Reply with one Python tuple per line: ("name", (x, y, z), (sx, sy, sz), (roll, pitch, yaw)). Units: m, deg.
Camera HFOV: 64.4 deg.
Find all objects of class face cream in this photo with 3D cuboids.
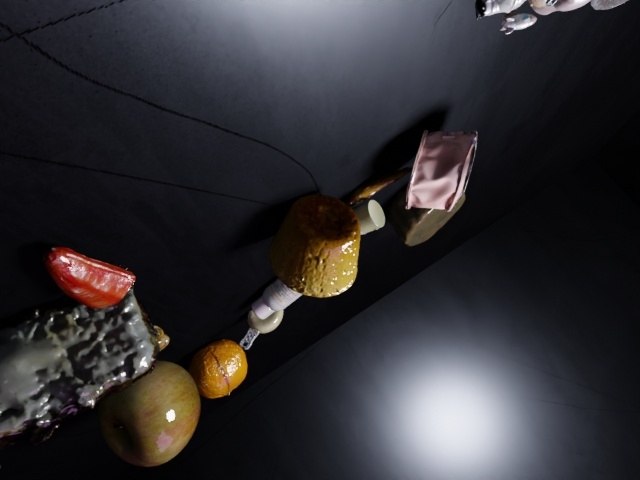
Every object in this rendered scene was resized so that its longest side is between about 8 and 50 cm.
("face cream", (-0.079, 0.121, 1.403), (0.269, 0.081, 0.082), (-38, 163, 14))
("face cream", (0.044, -0.028, 1.241), (0.224, 0.070, 0.114), (-22, 174, 34))

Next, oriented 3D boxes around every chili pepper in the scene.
("chili pepper", (-0.345, 0.047, 0.735), (0.088, 0.064, 0.169), (-34, 160, -6))

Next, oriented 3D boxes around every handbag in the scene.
("handbag", (0.264, -0.153, 1.131), (0.205, 0.117, 0.179), (86, 20, -62))

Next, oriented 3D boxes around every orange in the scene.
("orange", (-0.315, 0.401, 1.580), (0.193, 0.161, 0.193), (-36, 163, -13))

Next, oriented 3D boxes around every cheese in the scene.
("cheese", (-0.186, 0.245, 1.524), (0.171, 0.092, 0.047), (-37, 150, -16))

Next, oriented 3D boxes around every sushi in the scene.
("sushi", (-0.426, 0.218, 0.818), (0.344, 0.196, 0.181), (-25, 153, -31))

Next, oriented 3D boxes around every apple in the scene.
("apple", (-0.425, 0.434, 1.302), (0.257, 0.256, 0.234), (-45, 165, 31))

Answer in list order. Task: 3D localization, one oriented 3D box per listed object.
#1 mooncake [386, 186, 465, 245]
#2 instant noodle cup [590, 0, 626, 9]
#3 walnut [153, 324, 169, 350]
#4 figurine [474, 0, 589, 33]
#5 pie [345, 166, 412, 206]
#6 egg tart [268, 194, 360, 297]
("mooncake", (0.297, -0.097, 1.454), (0.228, 0.124, 0.228), (-31, 157, -14))
("instant noodle cup", (0.301, -0.390, 0.512), (0.218, 0.207, 0.217), (-31, 164, -10))
("walnut", (-0.417, 0.239, 1.102), (0.170, 0.069, 0.143), (-31, 161, -18))
("figurine", (0.340, -0.392, 0.763), (0.229, 0.111, 0.137), (-19, 153, -6))
("pie", (0.128, -0.125, 1.204), (0.191, 0.033, 0.088), (-30, 176, 10))
("egg tart", (0.000, 0.000, 1.060), (0.203, 0.202, 0.147), (-23, 148, -35))
